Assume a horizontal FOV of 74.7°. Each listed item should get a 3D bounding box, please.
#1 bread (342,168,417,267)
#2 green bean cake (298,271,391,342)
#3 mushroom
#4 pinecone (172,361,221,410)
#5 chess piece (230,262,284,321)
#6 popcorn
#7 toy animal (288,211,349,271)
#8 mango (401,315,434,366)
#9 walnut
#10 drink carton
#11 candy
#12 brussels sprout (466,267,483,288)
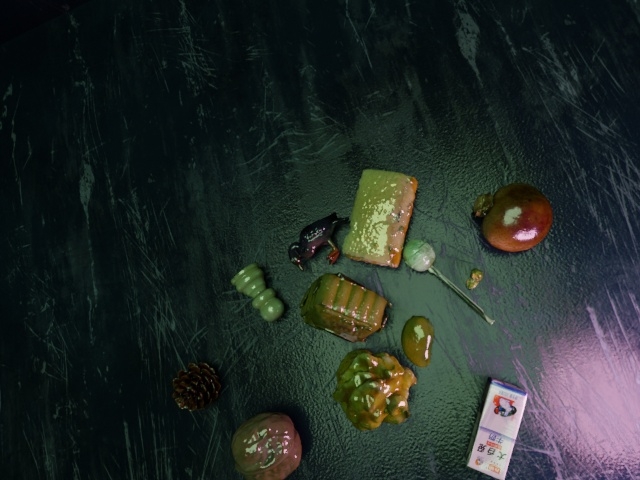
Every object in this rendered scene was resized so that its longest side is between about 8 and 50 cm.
[{"bbox_3d":[0.245,-0.086,1.697,0.237,0.165,0.375,14,84,21],"label":"bread"},{"bbox_3d":[0.080,0.290,1.646,0.310,0.285,0.202,26,62,-5],"label":"green bean cake"},{"bbox_3d":[0.713,-0.090,1.558,0.283,0.195,0.263,12,89,17],"label":"mushroom"},{"bbox_3d":[-0.532,0.620,1.766,0.208,0.208,0.207,-3,80,14],"label":"pinecone"},{"bbox_3d":[-0.254,0.236,1.797,0.144,0.144,0.251,-40,79,5],"label":"chess piece"},{"bbox_3d":[0.173,0.528,1.553,0.321,0.290,0.325,-27,46,13],"label":"popcorn"},{"bbox_3d":[0.000,0.000,1.768,0.185,0.122,0.298,36,89,18],"label":"toy animal"},{"bbox_3d":[0.371,0.386,1.620,0.122,0.085,0.191,9,82,13],"label":"mango"},{"bbox_3d":[-0.211,0.801,1.627,0.273,0.273,0.227,-40,41,5],"label":"walnut"},{"bbox_3d":[0.624,0.664,1.495,0.131,0.106,0.314,16,86,19],"label":"drink carton"},{"bbox_3d":[0.495,0.167,1.630,0.440,0.119,0.119,45,93,9],"label":"candy"},{"bbox_3d":[0.595,0.148,1.624,0.046,0.051,0.083,49,123,45],"label":"brussels sprout"}]
